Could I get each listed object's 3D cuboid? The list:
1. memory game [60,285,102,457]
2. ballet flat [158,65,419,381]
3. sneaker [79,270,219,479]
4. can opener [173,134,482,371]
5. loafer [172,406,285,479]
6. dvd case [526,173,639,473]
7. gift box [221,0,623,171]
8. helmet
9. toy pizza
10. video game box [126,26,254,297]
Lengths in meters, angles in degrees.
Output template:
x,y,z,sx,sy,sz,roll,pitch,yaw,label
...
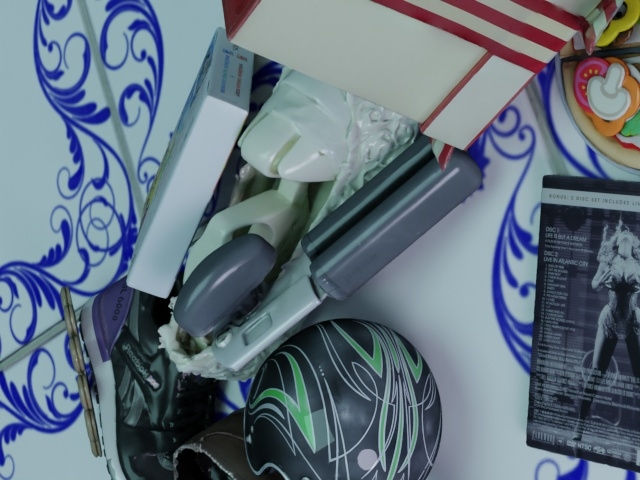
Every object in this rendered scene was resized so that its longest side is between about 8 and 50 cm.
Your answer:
x,y,z,sx,sy,sz,roll,pitch,yaw,label
-0.250,0.137,1.538,0.186,0.012,0.186,169,90,-80,memory game
-0.030,-0.034,1.310,0.147,0.147,0.409,43,119,35,ballet flat
-0.149,0.155,1.455,0.124,0.107,0.283,-34,67,34,sneaker
0.000,0.000,1.235,0.283,0.095,0.076,-41,34,13,can opener
-0.034,0.318,1.323,0.134,0.130,0.366,-53,57,32,loafer
0.233,0.064,1.132,0.164,0.018,0.221,8,97,45,dvd case
0.079,-0.222,1.095,0.255,0.258,0.276,-45,38,38,gift box
0.024,0.150,1.240,0.161,0.169,0.169,0,91,61,helmet
0.252,-0.146,1.096,0.201,0.032,0.201,2,92,44,toy pizza
-0.120,-0.076,1.385,0.187,0.048,0.205,-95,28,-62,video game box
